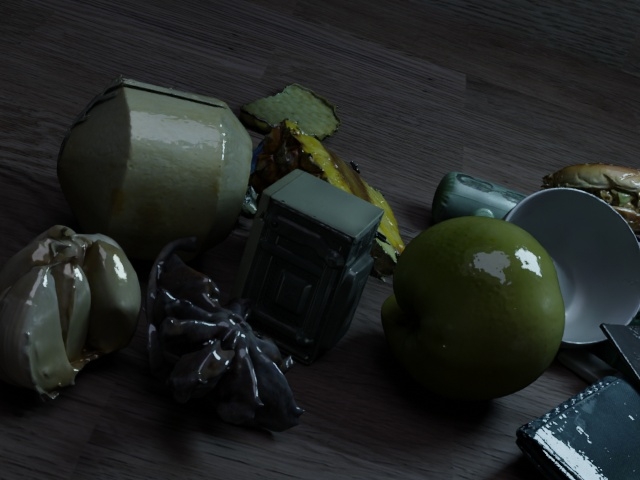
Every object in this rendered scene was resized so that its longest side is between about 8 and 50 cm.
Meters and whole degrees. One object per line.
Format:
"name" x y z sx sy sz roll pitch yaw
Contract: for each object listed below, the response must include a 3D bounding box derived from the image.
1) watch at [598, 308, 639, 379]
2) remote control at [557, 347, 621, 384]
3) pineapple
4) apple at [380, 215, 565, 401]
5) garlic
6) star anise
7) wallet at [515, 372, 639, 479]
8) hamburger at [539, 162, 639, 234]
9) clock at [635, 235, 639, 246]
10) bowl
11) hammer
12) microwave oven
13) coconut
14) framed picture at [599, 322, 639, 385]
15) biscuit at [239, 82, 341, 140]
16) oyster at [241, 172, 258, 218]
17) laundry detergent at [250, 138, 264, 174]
"watch" 0.601 0.191 2.167 0.195 0.068 0.237 32 30 24
"remote control" 0.521 0.262 2.041 0.261 0.029 0.067 35 32 32
"pineapple" 0.001 0.002 2.011 0.344 0.209 0.286 36 23 -45
"apple" 0.235 0.108 1.867 0.254 0.292 0.292 -11 39 -26
"garlic" -0.367 0.077 1.648 0.184 0.203 0.281 16 26 33
"star anise" -0.153 0.152 1.703 0.316 0.139 0.359 51 18 -3
"wallet" 0.460 0.333 1.832 0.237 0.075 0.342 41 33 24
"hamburger" 0.603 -0.081 2.512 0.285 0.146 0.243 1 -10 27
"clock" 0.555 0.061 2.349 0.247 0.090 0.228 9 29 -16
"bowl" 0.420 0.061 2.136 0.286 0.144 0.287 4 73 -14
"hammer" 0.310 0.001 2.296 0.206 0.119 0.336 17 35 -3
"microwave oven" -0.022 0.045 1.863 0.193 0.241 0.145 28 29 16
"coconut" -0.277 -0.115 1.939 0.322 0.323 0.323 15 29 -8
"framed picture" 0.628 0.264 1.990 0.244 0.013 0.324 6 41 -35
"biscuit" -0.049 -0.271 2.616 0.187 0.036 0.273 30 29 19
"oyster" -0.244 -0.116 2.163 0.252 0.087 0.199 -7 47 -18
"laundry detergent" -0.076 -0.141 2.308 0.143 0.094 0.290 11 28 5
